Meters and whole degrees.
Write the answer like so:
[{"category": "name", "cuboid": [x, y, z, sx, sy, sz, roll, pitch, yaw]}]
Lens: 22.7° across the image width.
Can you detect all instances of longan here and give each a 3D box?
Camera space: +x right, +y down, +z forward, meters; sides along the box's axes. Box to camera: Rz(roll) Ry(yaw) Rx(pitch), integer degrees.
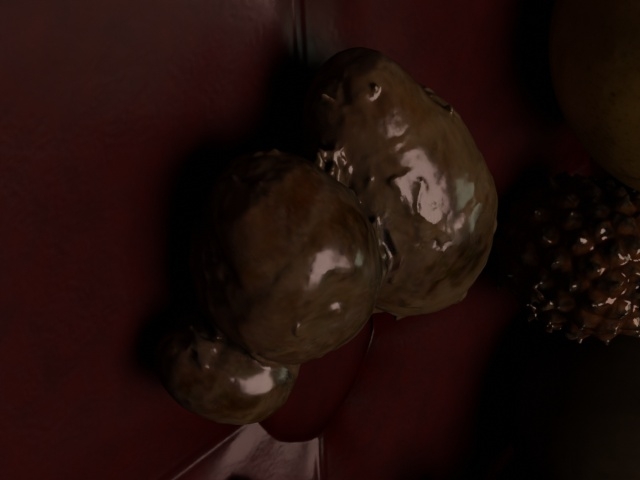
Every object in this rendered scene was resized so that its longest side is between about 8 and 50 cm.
[{"category": "longan", "cuboid": [0.304, 0.160, 1.609, 0.248, 0.248, 0.248, -31, 134, -40]}]

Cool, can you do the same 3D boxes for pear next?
[{"category": "pear", "cuboid": [0.359, -0.171, 1.424, 0.309, 0.309, 0.309, -31, 134, -40]}]

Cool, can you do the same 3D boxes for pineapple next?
[{"category": "pineapple", "cuboid": [0.262, 0.022, 1.495, 0.166, 0.193, 0.166, -21, 120, -41]}]

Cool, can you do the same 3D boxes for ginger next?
[{"category": "ginger", "cuboid": [0.000, 0.000, 1.183, 0.304, 0.155, 0.245, -34, 143, -27]}]

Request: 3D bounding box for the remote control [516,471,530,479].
[{"category": "remote control", "cuboid": [0.282, 0.224, 1.751, 0.266, 0.090, 0.066, -46, 113, -26]}]
